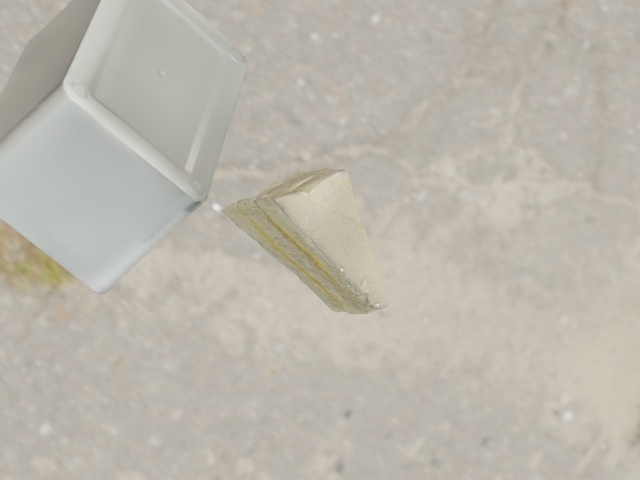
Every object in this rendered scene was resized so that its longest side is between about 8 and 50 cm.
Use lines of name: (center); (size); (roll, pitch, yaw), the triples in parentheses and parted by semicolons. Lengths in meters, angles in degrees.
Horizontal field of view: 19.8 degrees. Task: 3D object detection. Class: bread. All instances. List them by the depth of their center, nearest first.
bread: (-0.011, 0.014, 1.684); (0.105, 0.077, 0.152); (-29, 106, -41)

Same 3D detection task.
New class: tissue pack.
tissue pack: (-0.176, -0.105, 1.552); (0.159, 0.246, 0.136); (40, 122, -18)
